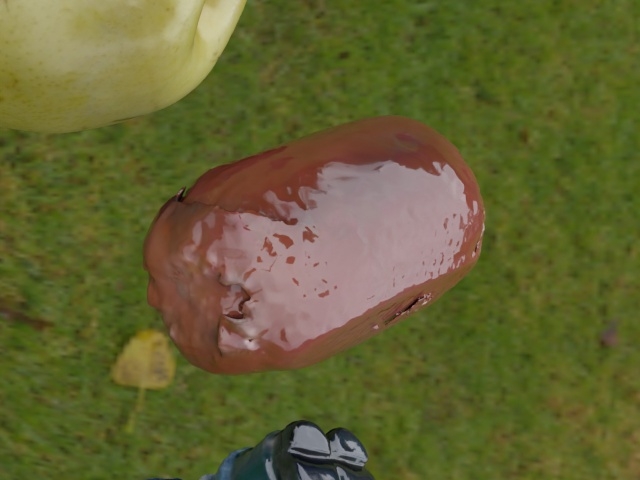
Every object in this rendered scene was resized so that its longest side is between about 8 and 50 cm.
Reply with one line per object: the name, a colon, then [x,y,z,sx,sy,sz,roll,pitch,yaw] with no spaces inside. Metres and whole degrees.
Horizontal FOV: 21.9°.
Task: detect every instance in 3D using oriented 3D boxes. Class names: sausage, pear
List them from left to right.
pear: [-0.209,-0.233,1.361,0.309,0.309,0.309,-2,93,-42]
sausage: [0.000,0.000,1.144,0.279,0.152,0.152,-20,105,-43]

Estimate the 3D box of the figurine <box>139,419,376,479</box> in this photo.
figurine: [-0.047,0.124,0.704,0.086,0.149,0.087,10,48,-46]
